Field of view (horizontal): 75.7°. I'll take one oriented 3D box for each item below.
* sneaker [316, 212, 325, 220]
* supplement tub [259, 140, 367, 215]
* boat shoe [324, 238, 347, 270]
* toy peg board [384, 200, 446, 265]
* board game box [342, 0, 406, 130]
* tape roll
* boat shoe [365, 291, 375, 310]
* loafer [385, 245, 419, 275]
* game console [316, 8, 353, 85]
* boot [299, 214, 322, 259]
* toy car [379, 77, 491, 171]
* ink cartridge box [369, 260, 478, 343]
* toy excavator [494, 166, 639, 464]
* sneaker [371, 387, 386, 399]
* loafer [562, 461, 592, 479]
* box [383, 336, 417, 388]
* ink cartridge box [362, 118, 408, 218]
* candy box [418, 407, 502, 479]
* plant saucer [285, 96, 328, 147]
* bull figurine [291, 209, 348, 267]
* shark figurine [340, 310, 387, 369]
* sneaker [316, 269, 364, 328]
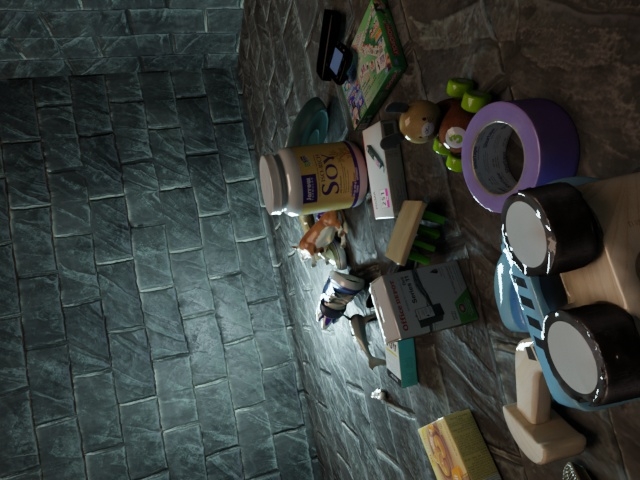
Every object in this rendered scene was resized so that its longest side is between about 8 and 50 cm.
[{"bbox_3d":[0.010,-0.115,1.830,0.170,0.071,0.068,-135,38,-64],"label":"sneaker"},{"bbox_3d":[-0.029,-0.214,1.441,0.241,0.331,0.241,169,90,-73],"label":"supplement tub"},{"bbox_3d":[0.029,0.041,1.817,0.302,0.094,0.109,-125,30,-55],"label":"boat shoe"},{"bbox_3d":[0.244,-0.014,1.058,0.160,0.079,0.161,-125,54,-83],"label":"toy peg board"},{"bbox_3d":[0.140,-0.498,1.211,0.317,0.046,0.213,133,126,-70],"label":"board game box"},{"bbox_3d":[0.336,-0.146,0.715,0.189,0.080,0.189,170,90,-74],"label":"tape roll"},{"bbox_3d":[0.207,0.173,1.351,0.228,0.069,0.081,106,149,-56],"label":"boat shoe"},{"bbox_3d":[0.236,0.095,1.192,0.078,0.076,0.223,-117,28,-54],"label":"loafer"},{"bbox_3d":[0.044,-0.618,1.349,0.361,0.044,0.213,-108,23,-53],"label":"game console"},{"bbox_3d":[-0.054,-0.062,2.033,0.236,0.089,0.269,-78,-27,-70],"label":"boot"},{"bbox_3d":[0.218,-0.234,0.838,0.149,0.188,0.155,-103,13,-50],"label":"toy car"},{"bbox_3d":[0.240,0.145,0.976,0.087,0.208,0.153,121,136,-65],"label":"ink cartridge box"},{"bbox_3d":[0.375,0.144,0.619,0.445,0.222,0.433,92,164,-79],"label":"toy excavator"},{"bbox_3d":[0.228,0.595,1.605,0.109,0.040,0.043,135,139,-66],"label":"sneaker"},{"bbox_3d":[0.467,0.453,0.697,0.148,0.050,0.056,-96,10,-52],"label":"loafer"},{"bbox_3d":[0.251,0.333,1.315,0.100,0.060,0.244,-157,59,-71],"label":"box"},{"bbox_3d":[0.174,-0.202,1.259,0.239,0.060,0.275,-178,78,-72],"label":"ink cartridge box"},{"bbox_3d":[0.372,0.608,1.030,0.183,0.087,0.316,105,149,-55],"label":"candy box"},{"bbox_3d":[-0.045,-0.389,1.593,0.044,0.317,0.317,25,139,14],"label":"plant saucer"},{"bbox_3d":[0.000,0.000,1.709,0.310,0.101,0.188,-53,45,27],"label":"bull figurine"},{"bbox_3d":[0.172,0.336,1.531,0.166,0.116,0.278,50,-169,-33],"label":"shark figurine"},{"bbox_3d":[0.069,0.246,1.620,0.323,0.130,0.236,-174,100,-81],"label":"sneaker"}]
